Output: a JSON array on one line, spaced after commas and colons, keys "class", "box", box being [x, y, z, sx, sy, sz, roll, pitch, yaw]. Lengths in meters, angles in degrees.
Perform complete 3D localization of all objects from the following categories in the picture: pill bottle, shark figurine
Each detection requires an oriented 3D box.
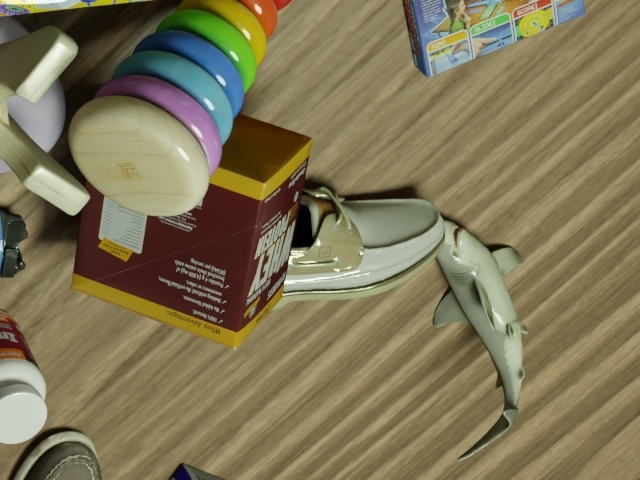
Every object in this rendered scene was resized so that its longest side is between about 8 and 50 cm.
[{"class": "pill bottle", "box": [-0.338, 0.143, 1.922, 0.086, 0.152, 0.086, -13, 125, -20]}, {"class": "shark figurine", "box": [0.184, 0.111, 2.182, 0.116, 0.278, 0.166, -19, 173, 33]}]

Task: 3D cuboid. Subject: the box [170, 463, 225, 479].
[{"class": "box", "box": [-0.147, 0.356, 2.207, 0.126, 0.072, 0.137, 27, 105, -37]}]

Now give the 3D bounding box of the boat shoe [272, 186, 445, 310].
[{"class": "boat shoe", "box": [0.000, 0.000, 2.026, 0.302, 0.113, 0.103, -16, 131, -16]}]

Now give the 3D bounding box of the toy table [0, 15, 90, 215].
[{"class": "toy table", "box": [-0.343, -0.127, 1.742, 0.274, 0.161, 0.252, 20, 110, -36]}]

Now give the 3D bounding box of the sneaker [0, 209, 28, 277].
[{"class": "sneaker", "box": [-0.352, 0.036, 1.906, 0.085, 0.058, 0.152, 14, 107, -24]}]

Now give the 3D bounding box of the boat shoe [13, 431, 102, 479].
[{"class": "boat shoe", "box": [-0.313, 0.373, 2.118, 0.117, 0.096, 0.324, 5, 118, -29]}]

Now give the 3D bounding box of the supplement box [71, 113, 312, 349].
[{"class": "supplement box", "box": [-0.132, -0.026, 1.872, 0.191, 0.129, 0.194, 19, 119, 14]}]

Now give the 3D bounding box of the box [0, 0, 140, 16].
[{"class": "box", "box": [-0.208, -0.377, 1.639, 0.279, 0.177, 0.290, -10, 124, -22]}]

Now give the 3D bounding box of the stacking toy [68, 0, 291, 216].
[{"class": "stacking toy", "box": [-0.113, -0.182, 1.769, 0.330, 0.141, 0.141, -63, 141, -36]}]

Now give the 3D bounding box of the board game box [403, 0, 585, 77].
[{"class": "board game box", "box": [0.188, -0.275, 1.993, 0.201, 0.035, 0.136, -22, 128, -13]}]
